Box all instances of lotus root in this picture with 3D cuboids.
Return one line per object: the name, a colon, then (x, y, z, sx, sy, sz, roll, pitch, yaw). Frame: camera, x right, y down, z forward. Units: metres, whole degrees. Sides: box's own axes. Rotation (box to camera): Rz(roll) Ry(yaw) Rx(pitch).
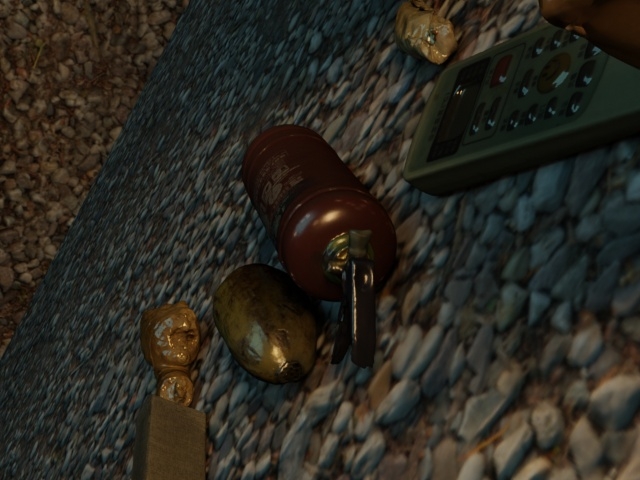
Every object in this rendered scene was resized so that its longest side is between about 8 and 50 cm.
lotus root: (-0.051, 0.074, 0.920, 0.179, 0.089, 0.080, -130, 38, -60)

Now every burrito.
burrito: (0.100, -0.207, 0.965, 0.055, 0.041, 0.149, -45, 22, 10)

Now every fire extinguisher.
fire extinguisher: (0.000, 0.000, 0.889, 0.344, 0.102, 0.138, -121, 39, -64)

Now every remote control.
remote control: (0.163, -0.112, 0.719, 0.285, 0.038, 0.123, -14, 52, 62)

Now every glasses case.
glasses case: (-0.156, 0.248, 0.981, 0.047, 0.071, 0.205, -56, 23, 25)

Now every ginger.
ginger: (-0.174, 0.133, 1.167, 0.096, 0.067, 0.165, -57, 36, 16)

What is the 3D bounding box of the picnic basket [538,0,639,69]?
picnic basket: (0.203, -0.205, 0.394, 0.254, 0.291, 0.320, -44, 37, 39)
